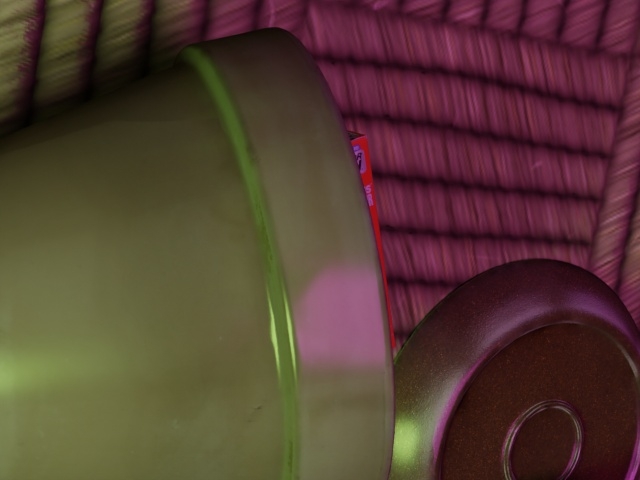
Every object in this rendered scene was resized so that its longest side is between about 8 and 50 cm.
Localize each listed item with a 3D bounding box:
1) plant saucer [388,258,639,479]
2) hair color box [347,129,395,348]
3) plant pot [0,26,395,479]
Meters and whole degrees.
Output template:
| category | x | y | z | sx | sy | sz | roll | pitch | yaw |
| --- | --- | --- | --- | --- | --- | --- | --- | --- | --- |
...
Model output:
| category | x | y | z | sx | sy | sz | roll | pitch | yaw |
| --- | --- | --- | --- | --- | --- | --- | --- | --- | --- |
| plant saucer | 0.177 | 0.171 | 1.505 | 0.310 | 0.050 | 0.311 | -10 | 107 | -33 |
| hair color box | 0.000 | 0.000 | 1.309 | 0.053 | 0.093 | 0.167 | -21 | 115 | -29 |
| plant pot | -0.134 | 0.046 | 1.128 | 0.280 | 0.323 | 0.323 | -11 | 110 | -14 |
